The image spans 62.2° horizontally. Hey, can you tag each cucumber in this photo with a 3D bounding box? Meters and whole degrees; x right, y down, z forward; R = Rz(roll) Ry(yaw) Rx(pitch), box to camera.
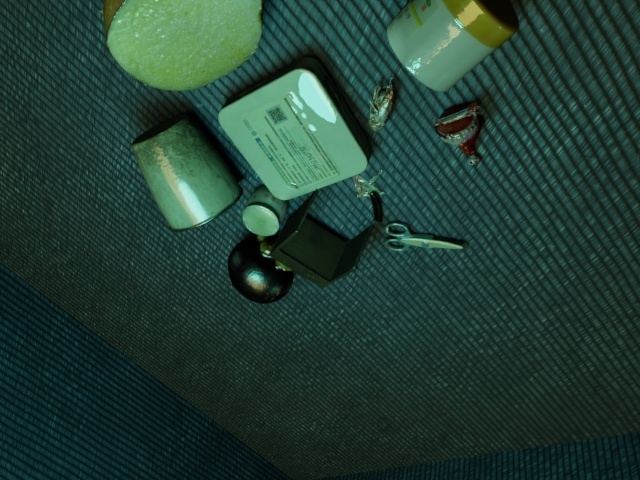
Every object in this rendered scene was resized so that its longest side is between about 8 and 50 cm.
[{"bbox_3d":[0.198,-0.115,1.870,0.034,0.033,0.135,-22,133,-13],"label":"cucumber"}]

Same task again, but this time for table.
[{"bbox_3d":[0.000,0.000,1.878,0.250,0.196,0.282,33,152,-10],"label":"table"}]

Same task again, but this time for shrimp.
[{"bbox_3d":[0.186,-0.410,1.583,0.073,0.075,0.190,33,142,15],"label":"shrimp"}]

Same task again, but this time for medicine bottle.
[{"bbox_3d":[0.321,-0.530,1.307,0.237,0.238,0.232,38,133,-16],"label":"medicine bottle"},{"bbox_3d":[-0.201,-0.110,1.937,0.147,0.143,0.147,9,132,10],"label":"medicine bottle"}]

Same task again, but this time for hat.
[{"bbox_3d":[0.438,-0.306,1.583,0.140,0.129,0.227,-32,136,14],"label":"hat"}]

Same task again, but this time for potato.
[{"bbox_3d":[-0.364,-0.659,1.409,0.441,0.320,0.385,-26,159,26],"label":"potato"}]

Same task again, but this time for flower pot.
[{"bbox_3d":[-0.466,-0.238,1.819,0.293,0.294,0.330,-11,122,27],"label":"flower pot"}]

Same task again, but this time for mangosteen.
[{"bbox_3d":[-0.212,0.091,2.058,0.274,0.275,0.302,35,113,-13],"label":"mangosteen"}]

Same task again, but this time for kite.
[{"bbox_3d":[0.167,-0.195,1.826,0.139,0.011,0.157,31,134,-13],"label":"kite"}]

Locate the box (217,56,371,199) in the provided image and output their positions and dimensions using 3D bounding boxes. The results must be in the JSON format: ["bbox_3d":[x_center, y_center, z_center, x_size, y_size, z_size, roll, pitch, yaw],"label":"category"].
[{"bbox_3d":[-0.083,-0.340,1.710,0.396,0.111,0.396,-17,123,31],"label":"box"}]

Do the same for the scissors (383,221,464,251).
[{"bbox_3d":[0.371,0.001,1.910,0.288,0.041,0.138,9,135,17],"label":"scissors"}]
